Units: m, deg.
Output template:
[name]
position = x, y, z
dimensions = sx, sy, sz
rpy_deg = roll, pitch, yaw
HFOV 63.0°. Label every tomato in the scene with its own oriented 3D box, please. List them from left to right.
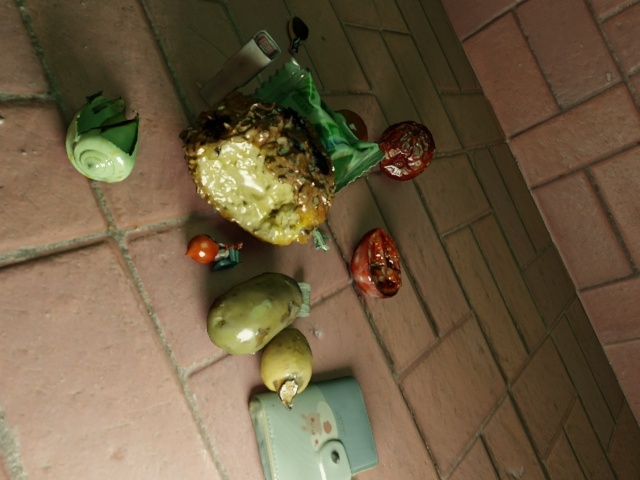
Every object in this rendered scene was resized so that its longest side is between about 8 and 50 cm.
[tomato]
position = 0.167, 0.084, 1.646
dimensions = 0.228, 0.101, 0.227
rpy_deg = 23, 60, -47

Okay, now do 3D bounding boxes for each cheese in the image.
[cheese]
position = -0.082, -0.717, 1.847
dimensions = 0.086, 0.036, 0.162
rpy_deg = 35, 47, -35

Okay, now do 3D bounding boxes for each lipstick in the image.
[lipstick]
position = -0.218, -0.443, 1.373
dimensions = 0.077, 0.253, 0.079
rpy_deg = 49, 42, -17

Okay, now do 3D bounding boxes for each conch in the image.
[conch]
position = -0.446, -0.233, 1.095
dimensions = 0.143, 0.137, 0.250
rpy_deg = 27, 51, -36

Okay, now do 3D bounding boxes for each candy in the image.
[candy]
position = -0.037, -0.307, 1.514
dimensions = 0.398, 0.263, 0.172
rpy_deg = 40, 10, -29

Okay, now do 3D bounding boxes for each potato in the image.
[potato]
position = -0.144, 0.157, 1.206
dimensions = 0.262, 0.165, 0.165
rpy_deg = -36, 98, -44

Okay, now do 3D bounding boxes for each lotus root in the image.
[lotus root]
position = -0.079, 0.293, 1.221
dimensions = 0.125, 0.118, 0.221
rpy_deg = 10, 31, -5

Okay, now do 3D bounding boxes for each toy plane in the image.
[toy plane]
position = -0.002, 0.001, 1.551
dimensions = 0.083, 0.033, 0.080
rpy_deg = 55, 40, 0

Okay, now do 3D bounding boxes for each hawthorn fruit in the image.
[hawthorn fruit]
position = 0.070, -0.343, 1.713
dimensions = 0.189, 0.189, 0.189
rpy_deg = 25, 53, -38

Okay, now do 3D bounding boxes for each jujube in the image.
[jujube]
position = 0.319, -0.344, 1.962
dimensions = 0.213, 0.213, 0.232
rpy_deg = 48, 37, -19

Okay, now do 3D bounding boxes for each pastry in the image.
[pastry]
position = -0.133, -0.195, 1.313
dimensions = 0.405, 0.292, 0.337
rpy_deg = 40, 33, -13

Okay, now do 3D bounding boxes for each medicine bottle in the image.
[medicine bottle]
position = -0.051, 0.159, 1.397
dimensions = 0.047, 0.047, 0.083
rpy_deg = 28, 51, -36

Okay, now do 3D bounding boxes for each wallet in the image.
[wallet]
position = -0.003, 0.469, 1.260
dimensions = 0.360, 0.083, 0.252
rpy_deg = 3, 62, -46

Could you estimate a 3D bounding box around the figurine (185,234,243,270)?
[figurine]
position = -0.253, 0.029, 1.231
dimensions = 0.140, 0.068, 0.075
rpy_deg = 13, 64, -37
